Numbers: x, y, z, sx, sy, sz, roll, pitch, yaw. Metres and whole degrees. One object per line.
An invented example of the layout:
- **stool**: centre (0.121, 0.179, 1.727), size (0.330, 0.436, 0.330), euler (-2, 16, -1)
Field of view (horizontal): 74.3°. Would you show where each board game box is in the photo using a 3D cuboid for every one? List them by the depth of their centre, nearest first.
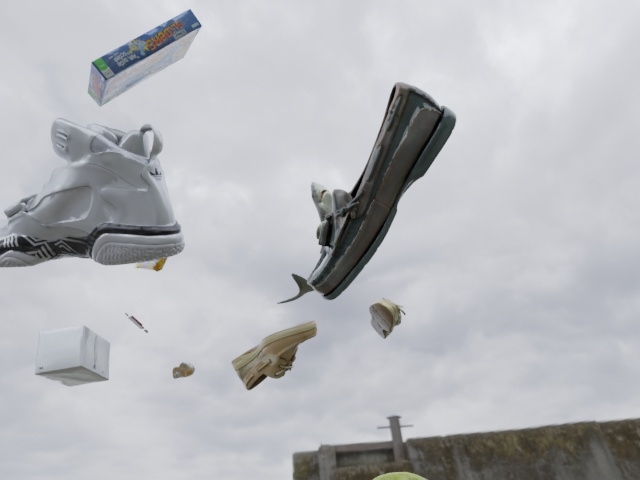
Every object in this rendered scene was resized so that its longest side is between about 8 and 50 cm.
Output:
- **board game box**: centre (-0.315, -0.324, 0.752), size (0.035, 0.201, 0.136), euler (53, -26, -17)

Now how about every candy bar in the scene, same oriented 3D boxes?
- **candy bar**: centre (-0.335, 0.041, 0.835), size (0.018, 0.040, 0.161), euler (35, -20, -30)

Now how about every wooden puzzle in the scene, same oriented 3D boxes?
- **wooden puzzle**: centre (-0.518, 0.232, 1.189), size (0.083, 0.006, 0.049), euler (49, -33, -16)

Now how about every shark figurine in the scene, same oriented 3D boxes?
- **shark figurine**: centre (0.009, 0.027, 0.940), size (0.166, 0.279, 0.116), euler (24, -28, -20)

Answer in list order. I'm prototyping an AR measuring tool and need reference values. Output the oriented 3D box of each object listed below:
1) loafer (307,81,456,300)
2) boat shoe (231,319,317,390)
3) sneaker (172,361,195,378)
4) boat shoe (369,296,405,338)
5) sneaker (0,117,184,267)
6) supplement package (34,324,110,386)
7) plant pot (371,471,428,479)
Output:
- **loafer**: centre (0.052, -0.059, 0.502), size (0.084, 0.096, 0.268), euler (33, -89, -14)
- **boat shoe**: centre (-0.116, 0.321, 1.173), size (0.121, 0.110, 0.341), euler (-9, -23, -49)
- **sneaker**: centre (-0.284, 0.275, 0.901), size (0.036, 0.032, 0.083), euler (7, -21, -41)
- **boat shoe**: centre (0.228, 0.252, 1.436), size (0.089, 0.105, 0.285), euler (-36, -20, -13)
- **sneaker**: centre (-0.392, -0.071, 0.664), size (0.365, 0.137, 0.211), euler (-1, -84, 12)
- **supplement package**: centre (-0.614, 0.293, 1.061), size (0.105, 0.105, 0.179), euler (-7, -27, -8)
- **plant pot**: centre (0.124, 0.526, 0.710), size (0.275, 0.276, 0.254), euler (-1, -45, -6)
